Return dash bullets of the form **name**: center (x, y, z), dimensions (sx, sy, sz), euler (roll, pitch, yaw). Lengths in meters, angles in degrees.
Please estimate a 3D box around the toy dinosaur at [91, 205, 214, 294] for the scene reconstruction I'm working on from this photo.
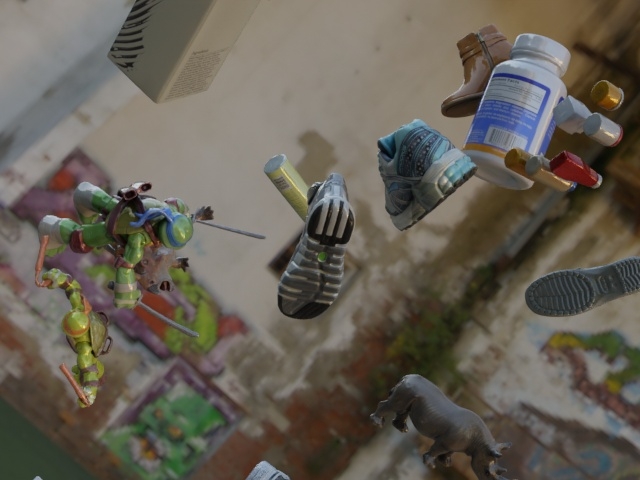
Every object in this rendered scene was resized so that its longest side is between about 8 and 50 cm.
- **toy dinosaur**: center (-0.316, -0.003, 2.072), dimensions (0.295, 0.127, 0.200), euler (12, 12, 41)

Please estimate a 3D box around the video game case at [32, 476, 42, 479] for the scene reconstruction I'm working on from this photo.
- **video game case**: center (-0.487, 0.593, 2.414), dimensions (0.285, 0.025, 0.204), euler (46, -39, -2)

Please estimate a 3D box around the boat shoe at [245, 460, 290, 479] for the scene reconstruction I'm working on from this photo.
- **boat shoe**: center (-0.078, 0.491, 2.251), dimensions (0.119, 0.121, 0.335), euler (38, -11, 13)

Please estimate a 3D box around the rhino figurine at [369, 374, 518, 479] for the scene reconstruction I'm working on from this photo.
- **rhino figurine**: center (0.199, 0.297, 1.890), dimensions (0.243, 0.106, 0.073), euler (35, 20, 20)

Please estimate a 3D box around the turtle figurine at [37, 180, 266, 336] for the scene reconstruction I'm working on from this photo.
- **turtle figurine**: center (-0.281, 0.017, 1.909), dimensions (0.266, 0.198, 0.274), euler (13, -11, 33)

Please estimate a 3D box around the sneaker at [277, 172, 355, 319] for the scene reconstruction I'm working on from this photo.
- **sneaker**: center (0.000, 0.000, 1.783), dimensions (0.086, 0.132, 0.229), euler (16, -52, -10)

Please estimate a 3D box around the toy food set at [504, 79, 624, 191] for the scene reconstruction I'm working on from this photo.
- **toy food set**: center (0.421, -0.151, 2.014), dimensions (0.104, 0.232, 0.111), euler (23, 41, -33)

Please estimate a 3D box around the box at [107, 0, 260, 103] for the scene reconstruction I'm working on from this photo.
- **box**: center (-0.132, -0.295, 1.436), dimensions (0.094, 0.275, 0.113), euler (44, 32, 13)

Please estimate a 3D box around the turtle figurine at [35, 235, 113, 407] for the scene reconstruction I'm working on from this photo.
- **turtle figurine**: center (-0.363, 0.134, 1.885), dimensions (0.217, 0.087, 0.270), euler (102, -31, -71)

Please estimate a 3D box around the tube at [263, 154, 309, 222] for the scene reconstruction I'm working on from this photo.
- **tube**: center (-0.042, -0.092, 2.819), dimensions (0.240, 0.062, 0.070), euler (53, 12, -31)

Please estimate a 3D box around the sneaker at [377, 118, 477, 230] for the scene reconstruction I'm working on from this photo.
- **sneaker**: center (0.133, -0.102, 1.717), dimensions (0.122, 0.110, 0.283), euler (51, -13, 2)

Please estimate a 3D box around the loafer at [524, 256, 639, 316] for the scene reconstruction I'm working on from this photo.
- **loafer**: center (0.528, 0.098, 2.445), dimensions (0.087, 0.251, 0.094), euler (66, 13, -80)

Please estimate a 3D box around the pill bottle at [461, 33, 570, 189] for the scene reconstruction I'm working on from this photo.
- **pill bottle**: center (0.377, -0.247, 2.354), dimensions (0.152, 0.272, 0.152), euler (22, -10, 4)

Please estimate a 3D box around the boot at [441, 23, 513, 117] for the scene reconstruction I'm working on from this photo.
- **boot**: center (0.305, -0.340, 2.487), dimensions (0.073, 0.197, 0.152), euler (79, -14, -65)
